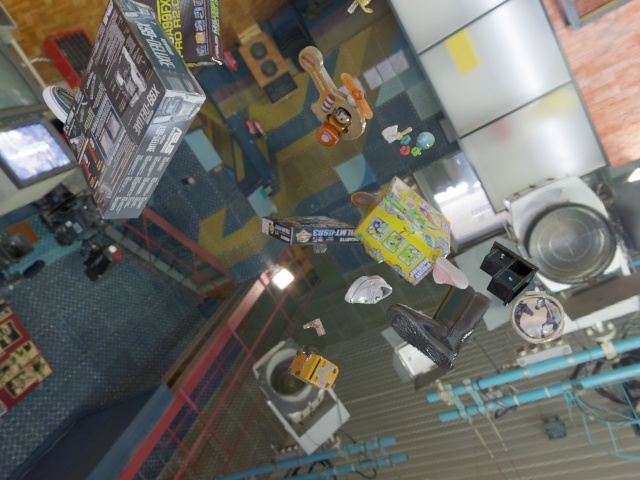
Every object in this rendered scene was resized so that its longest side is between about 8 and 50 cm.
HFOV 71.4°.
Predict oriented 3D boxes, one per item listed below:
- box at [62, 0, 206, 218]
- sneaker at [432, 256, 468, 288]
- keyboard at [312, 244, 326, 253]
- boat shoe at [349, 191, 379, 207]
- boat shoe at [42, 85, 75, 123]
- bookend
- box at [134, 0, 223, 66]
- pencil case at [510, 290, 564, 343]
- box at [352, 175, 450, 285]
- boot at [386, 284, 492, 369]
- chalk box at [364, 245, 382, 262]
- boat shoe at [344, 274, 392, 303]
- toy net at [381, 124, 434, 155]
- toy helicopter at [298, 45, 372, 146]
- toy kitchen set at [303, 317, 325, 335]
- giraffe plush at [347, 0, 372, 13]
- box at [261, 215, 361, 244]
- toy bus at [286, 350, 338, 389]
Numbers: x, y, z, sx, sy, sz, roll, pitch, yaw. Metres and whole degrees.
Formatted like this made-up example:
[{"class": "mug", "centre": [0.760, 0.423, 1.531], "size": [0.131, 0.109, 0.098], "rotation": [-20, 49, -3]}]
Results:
[{"class": "box", "centre": [-0.351, -0.228, 0.803], "size": [0.076, 0.242, 0.307], "rotation": [-7, 146, -51]}, {"class": "sneaker", "centre": [0.394, 0.116, 1.362], "size": [0.051, 0.070, 0.134], "rotation": [-9, -140, -28]}, {"class": "keyboard", "centre": [0.000, 0.000, 1.931], "size": [0.023, 0.108, 0.180], "rotation": [12, -177, 15]}, {"class": "boat shoe", "centre": [0.224, -0.179, 2.032], "size": [0.206, 0.073, 0.073], "rotation": [5, 180, -20]}, {"class": "boat shoe", "centre": [-0.514, -0.273, 1.026], "size": [0.076, 0.228, 0.080], "rotation": [-26, -137, 17]}, {"class": "bookend", "centre": [0.556, 0.098, 1.375], "size": [0.156, 0.072, 0.157], "rotation": [-28, -127, -33]}, {"class": "box", "centre": [-0.356, -0.570, 1.096], "size": [0.216, 0.270, 0.060], "rotation": [2, -169, 15]}, {"class": "pencil case", "centre": [0.775, 0.267, 1.583], "size": [0.159, 0.184, 0.410], "rotation": [-18, 164, 24]}, {"class": "box", "centre": [0.297, -0.045, 1.571], "size": [0.177, 0.279, 0.290], "rotation": [-50, -179, 27]}, {"class": "boot", "centre": [0.557, 0.321, 2.066], "size": [0.445, 0.367, 0.146], "rotation": [-40, 168, -36]}, {"class": "chalk box", "centre": [0.318, -0.015, 2.101], "size": [0.213, 0.132, 0.132], "rotation": [-27, -149, -12]}, {"class": "boat shoe", "centre": [0.184, 0.192, 1.638], "size": [0.267, 0.088, 0.096], "rotation": [1, 118, -60]}, {"class": "toy net", "centre": [0.330, -0.390, 1.758], "size": [0.232, 0.045, 0.122], "rotation": [26, -97, 46]}, {"class": "toy helicopter", "centre": [0.046, -0.510, 1.553], "size": [0.235, 0.355, 0.140], "rotation": [-3, -140, 46]}, {"class": "toy kitchen set", "centre": [-0.018, 0.398, 2.019], "size": [0.083, 0.075, 0.068], "rotation": [-13, 165, -46]}, {"class": "giraffe plush", "centre": [0.186, -1.039, 1.778], "size": [0.170, 0.181, 0.210], "rotation": [-170, -80, -77]}, {"class": "box", "centre": [-0.038, -0.042, 1.699], "size": [0.295, 0.073, 0.293], "rotation": [-2, -167, -28]}, {"class": "toy bus", "centre": [-0.042, 0.545, 1.878], "size": [0.108, 0.130, 0.332], "rotation": [-61, -173, -19]}]
